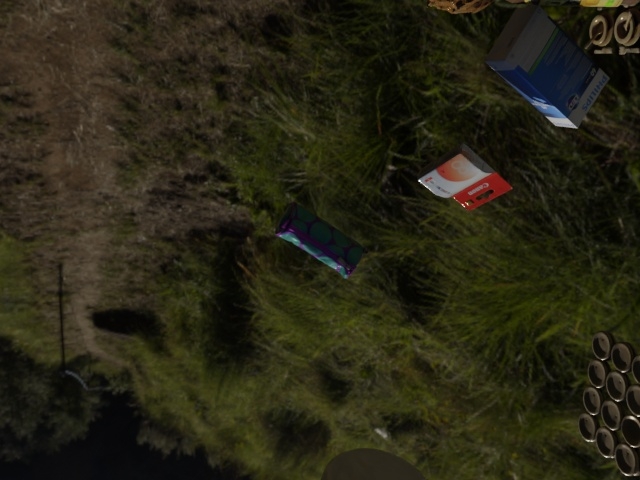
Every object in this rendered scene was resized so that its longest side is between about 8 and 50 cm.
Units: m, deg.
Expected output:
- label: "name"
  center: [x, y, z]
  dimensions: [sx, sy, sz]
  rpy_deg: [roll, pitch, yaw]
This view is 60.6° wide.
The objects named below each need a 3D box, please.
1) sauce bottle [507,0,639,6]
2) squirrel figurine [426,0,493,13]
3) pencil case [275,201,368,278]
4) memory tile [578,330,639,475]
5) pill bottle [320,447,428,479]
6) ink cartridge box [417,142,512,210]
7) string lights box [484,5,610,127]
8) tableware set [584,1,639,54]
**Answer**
- label: "sauce bottle"
  center: [0.429, -0.502, 1.041]
  dimensions: [0.344, 0.112, 0.111]
  rpy_deg: [4, 168, 12]
- label: "squirrel figurine"
  center: [0.215, -0.562, 0.786]
  dimensions: [0.397, 0.370, 0.281]
  rpy_deg: [-30, -164, 51]
- label: "pencil case"
  center: [0.000, 0.000, 0.907]
  dimensions: [0.151, 0.070, 0.064]
  rpy_deg: [32, 109, -15]
- label: "memory tile"
  center: [0.360, 0.194, 0.665]
  dimensions: [0.012, 0.148, 0.113]
  rpy_deg: [5, -171, -9]
- label: "pill bottle"
  center: [0.047, 0.464, 0.773]
  dimensions: [0.169, 0.302, 0.169]
  rpy_deg: [14, -162, -5]
- label: "ink cartridge box"
  center: [0.347, -0.137, 1.325]
  dimensions: [0.179, 0.045, 0.145]
  rpy_deg: [38, 141, -17]
- label: "string lights box"
  center: [0.498, -0.373, 1.198]
  dimensions: [0.259, 0.133, 0.077]
  rpy_deg: [31, -177, -25]
- label: "tableware set"
  center: [0.754, -0.548, 1.420]
  dimensions: [0.039, 0.128, 0.194]
  rpy_deg: [-7, -162, -6]
